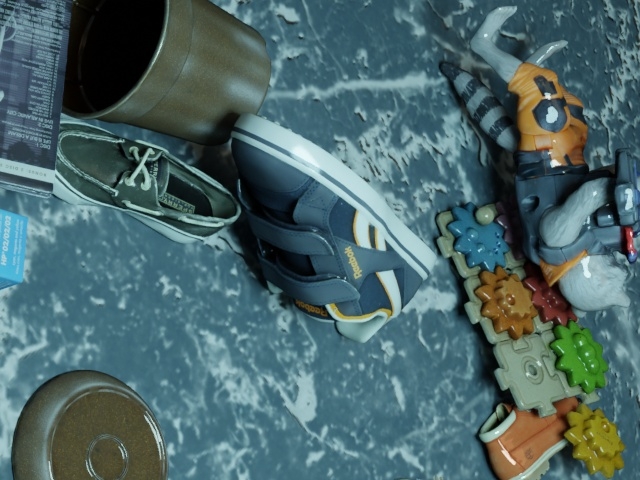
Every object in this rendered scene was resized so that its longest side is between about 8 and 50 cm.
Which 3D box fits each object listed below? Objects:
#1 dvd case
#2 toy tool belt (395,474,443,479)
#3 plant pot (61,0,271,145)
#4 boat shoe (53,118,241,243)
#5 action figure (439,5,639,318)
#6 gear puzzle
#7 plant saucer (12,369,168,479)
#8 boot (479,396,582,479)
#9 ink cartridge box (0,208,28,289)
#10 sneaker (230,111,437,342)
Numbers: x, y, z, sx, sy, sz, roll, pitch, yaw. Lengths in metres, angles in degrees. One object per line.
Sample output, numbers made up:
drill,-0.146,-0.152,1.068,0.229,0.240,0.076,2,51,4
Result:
dvd case,-0.304,-0.158,1.631,0.164,0.018,0.221,12,68,-26
toy tool belt,0.115,0.268,1.904,0.083,0.051,0.052,20,65,-39
plant pot,-0.143,-0.169,1.720,0.165,0.167,0.167,20,64,-46
boat shoe,-0.170,-0.062,1.717,0.219,0.070,0.078,23,63,-37
action figure,0.268,-0.069,2.074,0.341,0.178,0.330,43,30,-73
gear puzzle,0.250,0.104,2.035,0.175,0.044,0.339,-9,71,-45
plant saucer,-0.196,0.196,1.646,0.168,0.029,0.168,14,69,-40
boot,0.234,0.201,2.037,0.158,0.059,0.085,-40,101,-41
ink cartridge box,-0.344,-0.005,1.510,0.181,0.104,0.062,19,65,-39
sneaker,0.000,0.000,1.782,0.127,0.126,0.321,-57,139,-8
